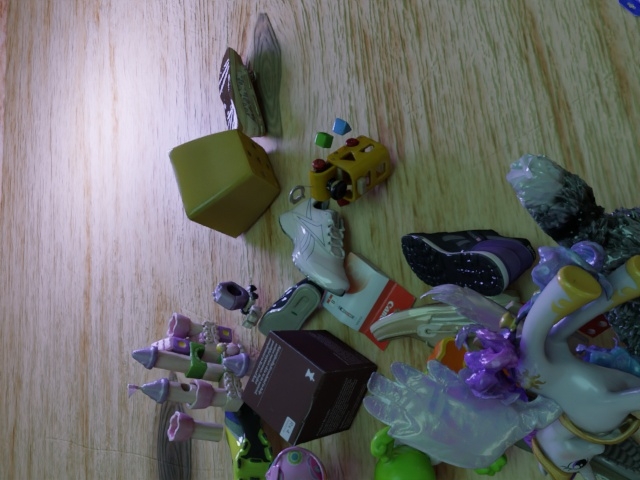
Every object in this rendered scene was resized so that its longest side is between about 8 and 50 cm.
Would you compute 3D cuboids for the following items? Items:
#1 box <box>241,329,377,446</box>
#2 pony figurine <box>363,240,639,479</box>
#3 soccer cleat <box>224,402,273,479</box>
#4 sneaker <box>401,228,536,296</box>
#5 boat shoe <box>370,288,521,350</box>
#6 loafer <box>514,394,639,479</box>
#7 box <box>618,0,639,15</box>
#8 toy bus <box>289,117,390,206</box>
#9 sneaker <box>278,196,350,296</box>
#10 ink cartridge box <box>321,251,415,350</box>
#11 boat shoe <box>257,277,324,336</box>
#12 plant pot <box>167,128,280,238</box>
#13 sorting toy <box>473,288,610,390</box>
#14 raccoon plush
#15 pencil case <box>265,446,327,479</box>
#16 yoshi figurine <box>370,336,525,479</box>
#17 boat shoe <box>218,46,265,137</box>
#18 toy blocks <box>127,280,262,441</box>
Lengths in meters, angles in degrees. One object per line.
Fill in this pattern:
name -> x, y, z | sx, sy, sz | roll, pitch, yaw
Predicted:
box -> -0.020, 0.300, 1.140 | 0.167, 0.203, 0.169 | 30, 101, 36
pony figurine -> 0.277, 0.165, 0.675 | 0.351, 0.303, 0.364 | 33, 139, 13
soccer cleat -> -0.172, 0.490, 1.259 | 0.289, 0.093, 0.121 | -112, 33, -51
sneaker -> 0.279, 0.028, 1.033 | 0.283, 0.124, 0.107 | 18, 131, 57
boat shoe -> 0.236, 0.169, 1.028 | 0.302, 0.109, 0.098 | -17, 76, 27
loafer -> 0.409, 0.338, 0.892 | 0.251, 0.094, 0.088 | 18, 119, 47
box -> 0.577, -0.451, 0.908 | 0.136, 0.028, 0.081 | -44, 60, 22
toy bus -> 0.060, -0.137, 1.150 | 0.104, 0.191, 0.202 | 33, 103, 35
sneaker -> 0.000, 0.000, 1.205 | 0.129, 0.111, 0.297 | -42, 47, 15
ink cartridge box -> 0.099, 0.133, 1.175 | 0.179, 0.045, 0.145 | 40, 108, 37
boat shoe -> -0.067, 0.162, 1.287 | 0.084, 0.079, 0.233 | 39, 126, -10
plant pot -> -0.231, -0.161, 1.379 | 0.187, 0.212, 0.212 | -30, 66, 16
sorting toy -> 0.348, 0.150, 0.884 | 0.132, 0.046, 0.275 | 27, 139, 4
raccoon plush -> 0.494, 0.000, 0.688 | 0.299, 0.446, 0.216 | -35, 38, 29
pencil case -> -0.053, 0.519, 1.093 | 0.124, 0.124, 0.284 | 56, 157, 29
yoshi figurine -> 0.196, 0.349, 0.935 | 0.203, 0.203, 0.362 | 50, 136, 31
boat shoe -> -0.219, -0.402, 1.479 | 0.104, 0.089, 0.285 | -41, 55, 56
toy blocks -> -0.315, 0.267, 1.269 | 0.309, 0.260, 0.289 | -57, 31, 23
